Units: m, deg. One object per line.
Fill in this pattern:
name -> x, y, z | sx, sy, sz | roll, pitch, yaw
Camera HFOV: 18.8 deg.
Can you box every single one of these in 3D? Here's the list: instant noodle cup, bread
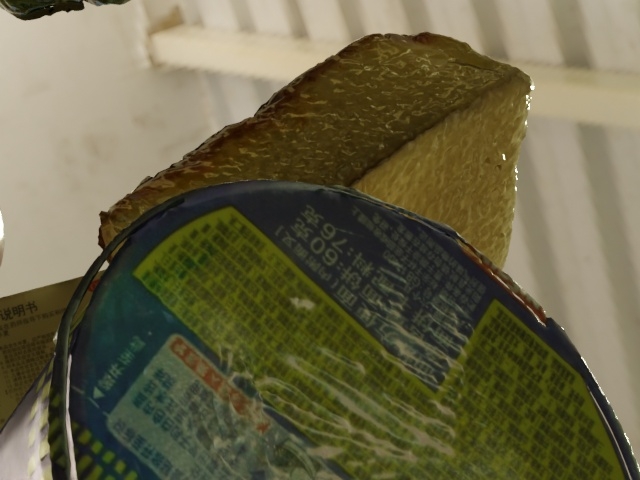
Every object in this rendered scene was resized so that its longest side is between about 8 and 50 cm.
instant noodle cup -> -0.060, 0.165, 0.829 | 0.312, 0.284, 0.284 | -42, -107, 42
bread -> 0.000, 0.000, 1.143 | 0.114, 0.274, 0.185 | 34, -39, 30

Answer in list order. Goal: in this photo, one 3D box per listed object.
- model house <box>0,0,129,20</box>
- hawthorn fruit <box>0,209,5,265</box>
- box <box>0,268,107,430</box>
model house -> -0.322, -0.402, 2.005 | 0.321, 0.266, 0.261 | 3, -107, 29
hawthorn fruit -> -0.346, 0.008, 1.411 | 0.369, 0.285, 0.285 | 30, -41, 16
box -> -0.205, 0.124, 1.267 | 0.095, 0.212, 0.168 | 126, -52, -73
